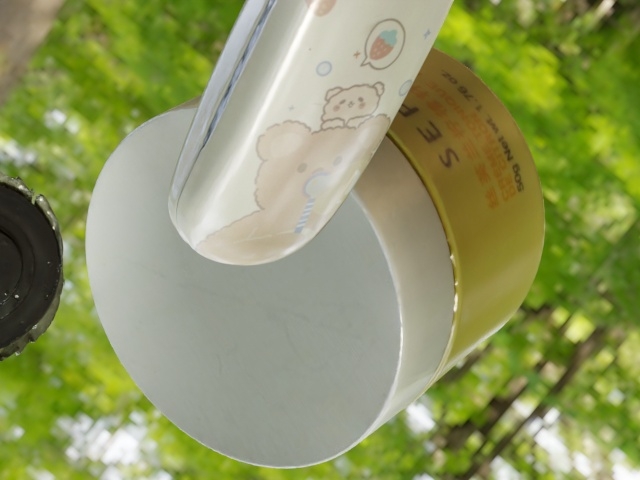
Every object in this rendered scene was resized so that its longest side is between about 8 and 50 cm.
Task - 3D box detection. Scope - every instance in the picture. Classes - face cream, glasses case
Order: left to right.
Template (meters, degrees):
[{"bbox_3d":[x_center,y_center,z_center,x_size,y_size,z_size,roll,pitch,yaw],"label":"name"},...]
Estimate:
[{"bbox_3d":[0.000,0.000,1.060,0.218,0.218,0.179,41,-143,13],"label":"face cream"},{"bbox_3d":[0.001,-0.076,0.748,0.081,0.204,0.051,6,-148,-38],"label":"glasses case"}]

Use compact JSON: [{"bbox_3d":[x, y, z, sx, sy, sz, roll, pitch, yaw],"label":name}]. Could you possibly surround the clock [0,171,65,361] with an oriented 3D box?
[{"bbox_3d":[-0.135,0.011,0.674,0.083,0.074,0.010,-4,-173,-33],"label":"clock"}]
